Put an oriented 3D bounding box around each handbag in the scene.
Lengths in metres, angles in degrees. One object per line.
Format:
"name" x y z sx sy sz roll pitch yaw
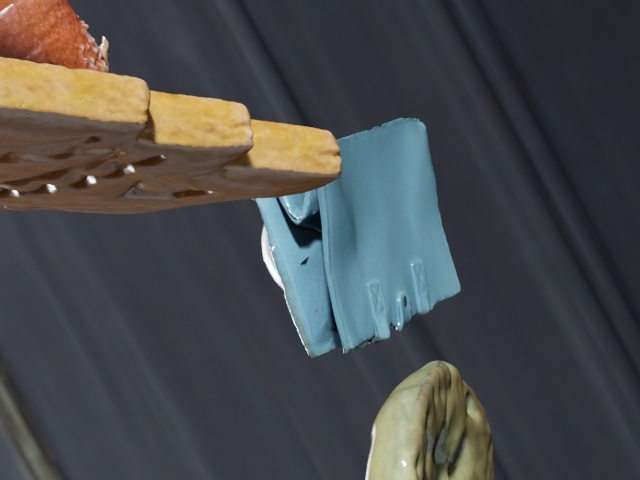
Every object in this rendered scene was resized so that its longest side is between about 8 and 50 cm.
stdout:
"handbag" 0.030 -0.003 1.384 0.057 0.144 0.221 -14 3 23

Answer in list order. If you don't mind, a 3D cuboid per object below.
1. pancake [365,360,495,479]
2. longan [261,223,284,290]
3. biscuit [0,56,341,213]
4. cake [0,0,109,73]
"pancake" 0.044 0.166 0.891 0.042 0.222 0.236 2 -8 15
"longan" 0.000 0.000 1.719 0.092 0.113 0.113 14 -26 -34
"biscuit" -0.148 -0.049 1.076 0.284 0.043 0.306 -1 -8 16
"cake" -0.349 -0.155 1.998 0.283 0.151 0.177 -32 12 -7
